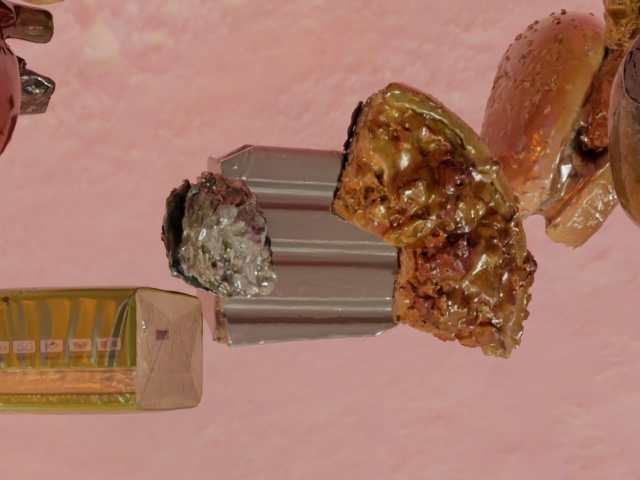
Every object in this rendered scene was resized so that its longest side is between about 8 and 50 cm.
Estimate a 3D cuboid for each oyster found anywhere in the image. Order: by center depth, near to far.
[{"bbox_3d":[-0.150,-0.007,1.563,0.112,0.268,0.198,5,87,29],"label":"oyster"}]

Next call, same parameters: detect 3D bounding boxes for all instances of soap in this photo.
[{"bbox_3d":[0.000,0.000,1.828,0.435,0.213,0.350,-1,95,-18],"label":"soap"}]

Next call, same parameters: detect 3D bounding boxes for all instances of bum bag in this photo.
[{"bbox_3d":[-0.476,-0.242,1.362,0.248,0.102,0.069,30,56,-47],"label":"bum bag"}]

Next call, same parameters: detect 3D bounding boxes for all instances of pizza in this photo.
[{"bbox_3d":[0.115,-0.007,0.925,0.161,0.085,0.305,-31,113,-7],"label":"pizza"}]

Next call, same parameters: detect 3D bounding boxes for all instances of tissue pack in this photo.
[{"bbox_3d":[-0.319,0.145,1.304,0.275,0.200,0.167,-4,82,17],"label":"tissue pack"}]

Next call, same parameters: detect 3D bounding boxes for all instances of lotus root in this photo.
[{"bbox_3d":[0.287,-0.101,0.790,0.113,0.088,0.192,-6,99,-6],"label":"lotus root"}]

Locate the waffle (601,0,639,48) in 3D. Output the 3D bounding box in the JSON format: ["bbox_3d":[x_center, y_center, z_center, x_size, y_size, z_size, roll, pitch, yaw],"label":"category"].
[{"bbox_3d":[0.243,-0.230,0.750,0.046,0.192,0.160,3,99,8],"label":"waffle"}]

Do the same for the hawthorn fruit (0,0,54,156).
[{"bbox_3d":[-0.296,-0.111,0.544,0.307,0.265,0.265,-5,72,-31],"label":"hawthorn fruit"}]

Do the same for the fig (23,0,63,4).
[{"bbox_3d":[-0.420,-0.491,1.431,0.258,0.258,0.326,-16,69,-14],"label":"fig"}]

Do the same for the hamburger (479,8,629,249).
[{"bbox_3d":[0.453,-0.244,1.691,0.268,0.287,0.445,31,52,-11],"label":"hamburger"}]

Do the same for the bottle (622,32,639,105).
[{"bbox_3d":[0.318,-0.100,0.679,0.244,0.072,0.082,8,105,-25],"label":"bottle"}]
